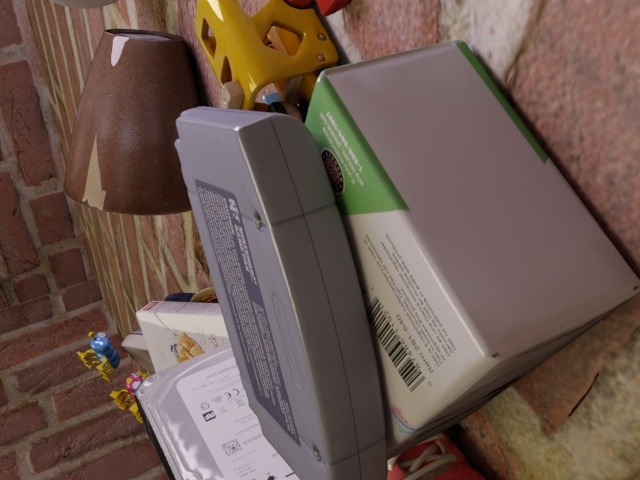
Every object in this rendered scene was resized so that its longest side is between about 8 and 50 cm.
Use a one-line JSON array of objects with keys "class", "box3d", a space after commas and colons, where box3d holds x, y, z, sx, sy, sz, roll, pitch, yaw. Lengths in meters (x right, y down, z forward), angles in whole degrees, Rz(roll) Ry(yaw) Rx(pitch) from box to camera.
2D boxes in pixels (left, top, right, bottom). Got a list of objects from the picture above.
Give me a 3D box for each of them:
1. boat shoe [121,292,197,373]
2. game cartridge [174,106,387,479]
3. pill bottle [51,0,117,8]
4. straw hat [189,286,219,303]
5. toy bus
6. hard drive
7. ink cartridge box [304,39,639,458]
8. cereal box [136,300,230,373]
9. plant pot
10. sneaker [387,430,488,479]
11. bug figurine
[{"class": "boat shoe", "box3d": [-0.229, 0.172, 1.291, 0.341, 0.158, 0.127, 2, 137, 45]}, {"class": "game cartridge", "box3d": [-0.030, 0.047, 0.521, 0.196, 0.060, 0.294, -150, 44, -64]}, {"class": "pill bottle", "box3d": [-0.372, -0.507, 0.978, 0.333, 0.188, 0.188, 62, 156, 21]}, {"class": "straw hat", "box3d": [-0.138, 0.125, 1.122, 0.061, 0.145, 0.144, -55, -42, -61]}, {"class": "toy bus", "box3d": [-0.041, -0.143, 0.629, 0.202, 0.104, 0.190, 34, 138, 56]}, {"class": "hard drive", "box3d": [-0.055, 0.241, 0.808, 0.339, 0.237, 0.064, 46, 148, 47]}, {"class": "ink cartridge box", "box3d": [0.062, 0.030, 0.517, 0.201, 0.117, 0.278, 61, 156, 21]}, {"class": "cereal box", "box3d": [-0.162, 0.181, 1.084, 0.240, 0.047, 0.172, -2, 112, 28]}, {"class": "plant pot", "box3d": [-0.257, -0.180, 1.006, 0.215, 0.216, 0.230, 38, 127, 52]}, {"class": "sneaker", "box3d": [0.059, 0.183, 0.659, 0.314, 0.116, 0.136, 32, 135, 57]}, {"class": "bug figurine", "box3d": [-0.331, 0.280, 1.314, 0.279, 0.072, 0.216, 22, 142, 33]}]
